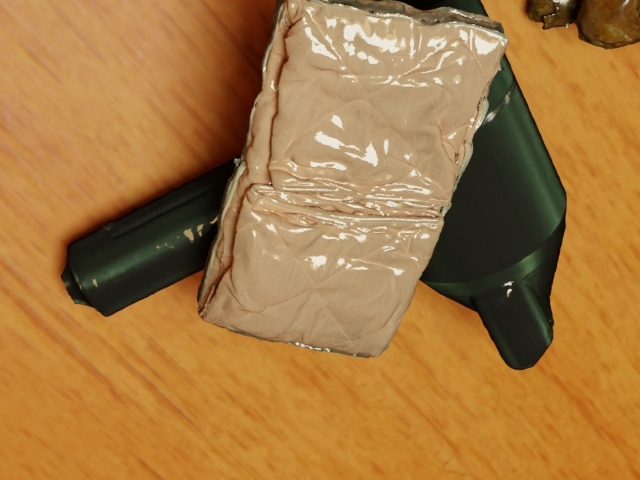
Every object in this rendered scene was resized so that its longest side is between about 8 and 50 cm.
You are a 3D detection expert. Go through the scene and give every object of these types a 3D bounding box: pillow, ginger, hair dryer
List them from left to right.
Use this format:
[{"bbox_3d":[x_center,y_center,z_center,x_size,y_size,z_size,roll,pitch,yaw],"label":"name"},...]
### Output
[{"bbox_3d":[0.000,0.000,0.879,0.303,0.116,0.244,-25,115,4],"label":"hair dryer"},{"bbox_3d":[0.012,-0.029,0.782,0.126,0.043,0.232,11,123,-12],"label":"pillow"},{"bbox_3d":[0.214,-0.168,0.878,0.162,0.103,0.073,-37,123,1],"label":"ginger"}]
